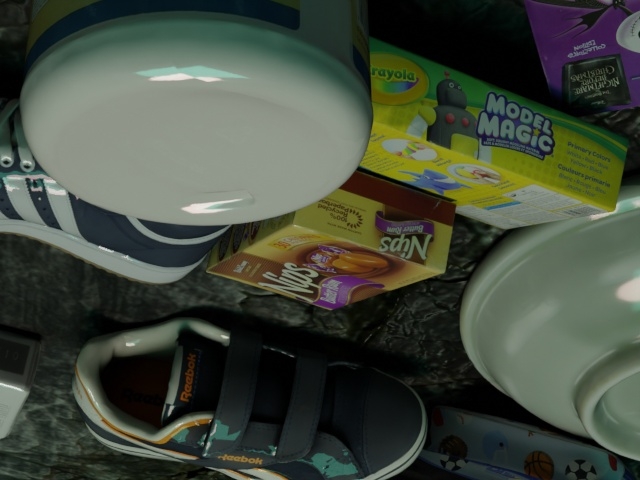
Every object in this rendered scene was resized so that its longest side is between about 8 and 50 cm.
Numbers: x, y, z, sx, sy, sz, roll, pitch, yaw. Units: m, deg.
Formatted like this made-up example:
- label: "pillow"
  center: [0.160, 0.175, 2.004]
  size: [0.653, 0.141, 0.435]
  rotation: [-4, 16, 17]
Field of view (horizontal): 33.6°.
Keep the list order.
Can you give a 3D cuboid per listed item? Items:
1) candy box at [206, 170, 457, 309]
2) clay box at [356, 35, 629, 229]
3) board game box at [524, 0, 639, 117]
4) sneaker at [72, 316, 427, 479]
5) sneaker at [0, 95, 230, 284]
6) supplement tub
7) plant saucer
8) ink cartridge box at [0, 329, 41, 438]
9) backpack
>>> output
- label: "candy box"
  center: [0.000, 0.000, 0.735]
  size: [0.109, 0.053, 0.186]
  rotation: [18, 162, -19]
- label: "clay box"
  center: [0.057, -0.066, 0.645]
  size: [0.222, 0.053, 0.127]
  rotation: [19, 169, -19]
- label: "board game box"
  center: [0.270, -0.171, 0.521]
  size: [0.346, 0.056, 0.208]
  rotation: [-10, 147, 19]
- label: "sneaker"
  center: [-0.065, 0.146, 0.934]
  size: [0.320, 0.126, 0.127]
  rotation: [3, 151, 5]
- label: "sneaker"
  center: [-0.171, -0.059, 0.674]
  size: [0.282, 0.099, 0.153]
  rotation: [18, 148, -30]
- label: "supplement tub"
  center: [-0.051, -0.122, 0.469]
  size: [0.144, 0.200, 0.144]
  rotation: [-1, 156, 0]
- label: "plant saucer"
  center: [0.313, 0.095, 0.848]
  size: [0.400, 0.101, 0.400]
  rotation: [2, 145, 2]
- label: "ink cartridge box"
  center: [-0.428, 0.134, 1.012]
  size: [0.275, 0.060, 0.239]
  rotation: [18, 144, -17]
- label: "backpack"
  center: [0.189, 0.290, 1.022]
  size: [0.276, 0.213, 0.263]
  rotation: [16, 157, 36]
